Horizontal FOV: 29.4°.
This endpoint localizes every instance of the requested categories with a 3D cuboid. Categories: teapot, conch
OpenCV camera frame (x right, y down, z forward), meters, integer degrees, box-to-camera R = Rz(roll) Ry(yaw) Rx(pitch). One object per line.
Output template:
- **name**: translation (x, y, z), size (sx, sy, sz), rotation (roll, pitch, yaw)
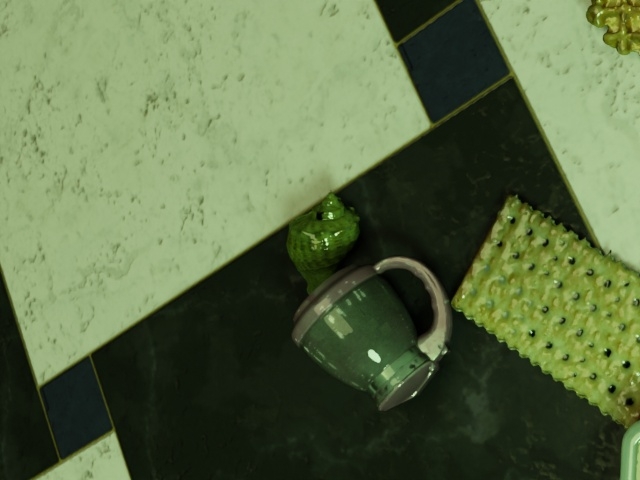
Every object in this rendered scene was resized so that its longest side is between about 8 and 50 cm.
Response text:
- **teapot**: translation (0.062, 0.097, 1.262), size (0.148, 0.116, 0.146), rotation (-37, 75, -20)
- **conch**: translation (0.000, 0.000, 1.334), size (0.089, 0.074, 0.121), rotation (-126, 42, -59)

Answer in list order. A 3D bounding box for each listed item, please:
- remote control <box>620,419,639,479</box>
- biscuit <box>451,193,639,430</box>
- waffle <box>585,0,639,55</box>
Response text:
- **remote control**: translation (0.324, 0.327, 1.069), size (0.128, 0.065, 0.335), rotation (3, 87, 27)
- **biscuit**: translation (0.243, 0.066, 1.180), size (0.231, 0.016, 0.139), rotation (35, 106, 32)
- **waffle**: translation (0.335, -0.240, 1.130), size (0.191, 0.038, 0.191), rotation (-4, 83, 34)
